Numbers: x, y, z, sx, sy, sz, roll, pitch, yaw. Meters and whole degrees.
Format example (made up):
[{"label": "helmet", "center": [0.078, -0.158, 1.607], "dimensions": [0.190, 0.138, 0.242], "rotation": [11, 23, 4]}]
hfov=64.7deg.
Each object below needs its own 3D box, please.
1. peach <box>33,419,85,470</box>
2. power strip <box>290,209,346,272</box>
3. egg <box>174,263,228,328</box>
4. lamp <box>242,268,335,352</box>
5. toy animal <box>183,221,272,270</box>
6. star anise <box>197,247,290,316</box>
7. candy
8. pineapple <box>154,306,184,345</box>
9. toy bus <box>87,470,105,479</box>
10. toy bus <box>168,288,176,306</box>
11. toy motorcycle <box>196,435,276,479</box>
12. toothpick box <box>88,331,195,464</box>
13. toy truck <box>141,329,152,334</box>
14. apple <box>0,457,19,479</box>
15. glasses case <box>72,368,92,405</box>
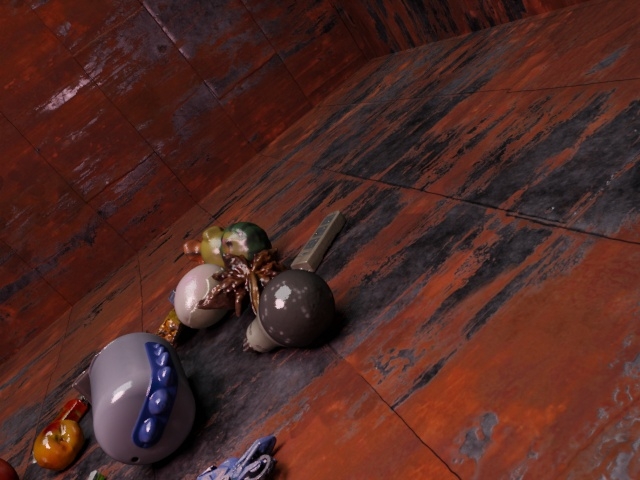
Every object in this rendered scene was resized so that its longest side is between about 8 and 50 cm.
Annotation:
[{"label": "peach", "center": [-0.771, 0.601, 1.486], "dimensions": [0.138, 0.138, 0.138], "rotation": [-31, 24, 15]}, {"label": "power strip", "center": [0.002, 0.002, 1.581], "dimensions": [0.080, 0.048, 0.286], "rotation": [-12, 32, 44]}, {"label": "egg", "center": [-0.373, 0.184, 1.609], "dimensions": [0.183, 0.183, 0.217], "rotation": [-27, 24, 25]}, {"label": "lamp", "center": [-0.100, 0.202, 1.216], "dimensions": [0.314, 0.182, 0.182], "rotation": [-45, 19, 22]}, {"label": "toy animal", "center": [-0.306, 0.040, 1.776], "dimensions": [0.338, 0.216, 0.191], "rotation": [-17, 3, 38]}, {"label": "star anise", "center": [-0.204, 0.124, 1.498], "dimensions": [0.292, 0.109, 0.350], "rotation": [-4, 38, 20]}, {"label": "candy", "center": [-0.849, 0.605, 1.676], "dimensions": [0.086, 0.059, 0.292], "rotation": [-15, 33, 37]}, {"label": "pineapple", "center": [-0.494, 0.283, 1.688], "dimensions": [0.135, 0.079, 0.233], "rotation": [-61, 4, 11]}, {"label": "toy bus", "center": [-0.573, 0.624, 1.261], "dimensions": [0.031, 0.037, 0.083], "rotation": [-28, 25, 23]}, {"label": "toy bus", "center": [-0.443, 0.197, 1.736], "dimensions": [0.065, 0.166, 0.047], "rotation": [38, 106, 28]}, {"label": "toy motorcycle", "center": [-0.168, 0.453, 0.952], "dimensions": [0.205, 0.076, 0.114], "rotation": [-35, 16, 6]}, {"label": "toothpick box", "center": [-0.436, 0.381, 1.249], "dimensions": [0.263, 0.263, 0.354], "rotation": [-43, 24, -11]}, {"label": "toy truck", "center": [-0.648, 0.398, 1.744], "dimensions": [0.178, 0.080, 0.115], "rotation": [-50, 20, -29]}, {"label": "apple", "center": [-1.007, 0.743, 1.472], "dimensions": [0.218, 0.201, 0.218], "rotation": [-32, 31, 21]}, {"label": "glasses case", "center": [-0.624, 0.456, 1.457], "dimensions": [0.042, 0.191, 0.072], "rotation": [-30, 20, 22]}]
